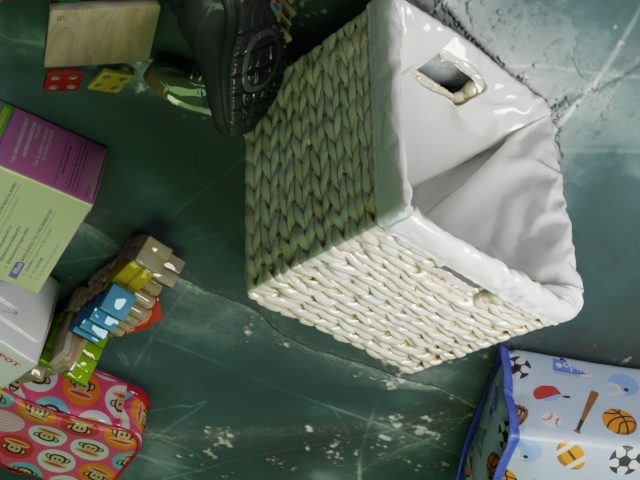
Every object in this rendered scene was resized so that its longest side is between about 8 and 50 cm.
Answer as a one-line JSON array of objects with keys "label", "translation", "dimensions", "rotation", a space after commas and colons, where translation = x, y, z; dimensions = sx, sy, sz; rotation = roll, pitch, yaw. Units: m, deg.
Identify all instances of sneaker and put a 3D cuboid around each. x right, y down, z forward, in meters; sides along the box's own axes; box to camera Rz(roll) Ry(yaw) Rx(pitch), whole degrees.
[{"label": "sneaker", "translation": [-0.122, -0.198, 1.896], "dimensions": [0.192, 0.064, 0.086], "rotation": [26, 125, -19]}, {"label": "sneaker", "translation": [-0.119, -0.264, 1.749], "dimensions": [0.130, 0.109, 0.286], "rotation": [6, 104, 33]}]

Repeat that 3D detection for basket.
[{"label": "basket", "translation": [0.103, -0.051, 1.787], "dimensions": [0.266, 0.331, 0.328], "rotation": [-30, 138, 34]}]

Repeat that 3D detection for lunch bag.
[{"label": "lunch bag", "translation": [-0.443, 0.301, 2.400], "dimensions": [0.293, 0.120, 0.258], "rotation": [23, 134, -16]}, {"label": "lunch bag", "translation": [0.384, 0.367, 2.279], "dimensions": [0.328, 0.239, 0.385], "rotation": [8, 129, -3]}]

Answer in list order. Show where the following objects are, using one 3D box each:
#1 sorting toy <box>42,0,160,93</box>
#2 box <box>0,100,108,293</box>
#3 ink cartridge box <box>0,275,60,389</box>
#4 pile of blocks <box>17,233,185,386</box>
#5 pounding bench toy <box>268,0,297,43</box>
[{"label": "sorting toy", "translation": [-0.273, -0.264, 1.826], "dimensions": [0.132, 0.046, 0.274], "rotation": [-6, 158, -16]}, {"label": "box", "translation": [-0.447, -0.071, 2.025], "dimensions": [0.243, 0.117, 0.213], "rotation": [23, 134, -17]}, {"label": "ink cartridge box", "translation": [-0.532, 0.126, 2.198], "dimensions": [0.233, 0.168, 0.171], "rotation": [-32, 124, 33]}, {"label": "pile of blocks", "translation": [-0.313, 0.128, 2.187], "dimensions": [0.113, 0.149, 0.362], "rotation": [32, 130, -23]}, {"label": "pounding bench toy", "translation": [-0.077, -0.274, 1.805], "dimensions": [0.052, 0.065, 0.083], "rotation": [-27, 126, 30]}]
